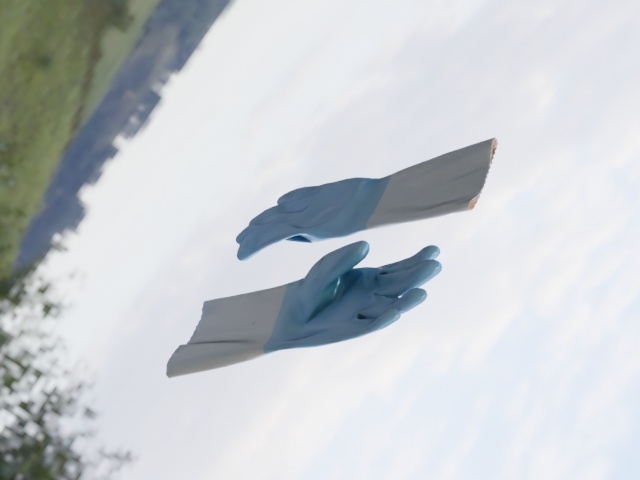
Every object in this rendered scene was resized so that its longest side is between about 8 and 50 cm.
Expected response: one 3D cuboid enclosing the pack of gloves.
[{"bbox_3d":[0.000,0.000,1.136,0.232,0.046,0.195,-14,-145,34],"label":"pack of gloves"}]
